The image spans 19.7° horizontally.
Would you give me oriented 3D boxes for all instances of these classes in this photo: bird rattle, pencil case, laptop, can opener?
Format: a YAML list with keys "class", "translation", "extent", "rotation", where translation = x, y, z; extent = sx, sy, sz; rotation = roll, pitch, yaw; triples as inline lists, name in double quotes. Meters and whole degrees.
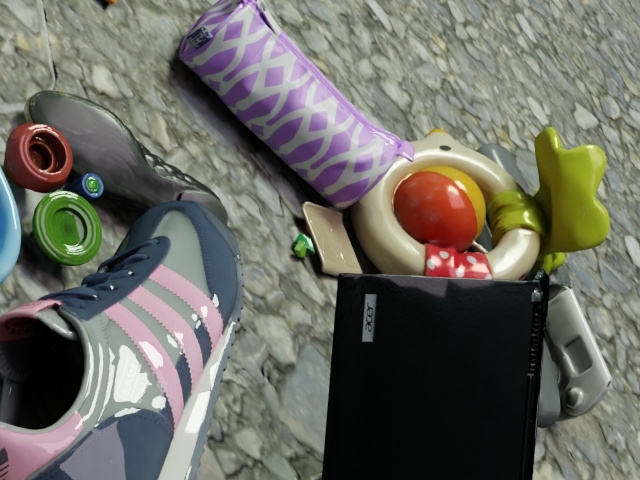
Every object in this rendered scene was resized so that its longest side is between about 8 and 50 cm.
- class: "bird rattle"
  translation: [0.117, 0.005, 1.553]
  extent: [0.207, 0.143, 0.253]
  rotation: [38, 59, 18]
- class: "pencil case"
  translation: [-0.023, -0.118, 1.496]
  extent: [0.206, 0.088, 0.086]
  rotation: [44, 24, -21]
- class: "laptop"
  translation: [0.088, 0.136, 1.331]
  extent: [0.264, 0.136, 0.234]
  rotation: [-17, 112, -81]
- class: "can opener"
  translation: [0.181, 0.035, 1.654]
  extent: [0.093, 0.074, 0.280]
  rotation: [20, 43, -47]

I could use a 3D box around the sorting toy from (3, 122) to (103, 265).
- class: "sorting toy"
  translation: [-0.179, -0.027, 1.216]
  extent: [0.061, 0.042, 0.102]
  rotation: [-10, 79, -43]

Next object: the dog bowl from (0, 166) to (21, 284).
- class: "dog bowl"
  translation: [-0.274, -0.070, 1.072]
  extent: [0.166, 0.074, 0.297]
  rotation: [0, 60, -57]

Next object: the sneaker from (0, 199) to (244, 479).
- class: "sneaker"
  translation: [-0.131, 0.056, 1.114]
  extent: [0.131, 0.112, 0.319]
  rotation: [44, 28, -25]

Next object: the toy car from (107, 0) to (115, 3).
- class: "toy car"
  translation: [-0.183, -0.246, 1.437]
  extent: [0.122, 0.040, 0.060]
  rotation: [52, 28, -6]

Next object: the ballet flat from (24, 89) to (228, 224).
- class: "ballet flat"
  translation: [-0.141, -0.046, 1.298]
  extent: [0.173, 0.049, 0.057]
  rotation: [36, 66, -24]

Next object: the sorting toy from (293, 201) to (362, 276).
- class: "sorting toy"
  translation: [0.000, 0.000, 1.481]
  extent: [0.083, 0.012, 0.062]
  rotation: [17, 50, -54]
